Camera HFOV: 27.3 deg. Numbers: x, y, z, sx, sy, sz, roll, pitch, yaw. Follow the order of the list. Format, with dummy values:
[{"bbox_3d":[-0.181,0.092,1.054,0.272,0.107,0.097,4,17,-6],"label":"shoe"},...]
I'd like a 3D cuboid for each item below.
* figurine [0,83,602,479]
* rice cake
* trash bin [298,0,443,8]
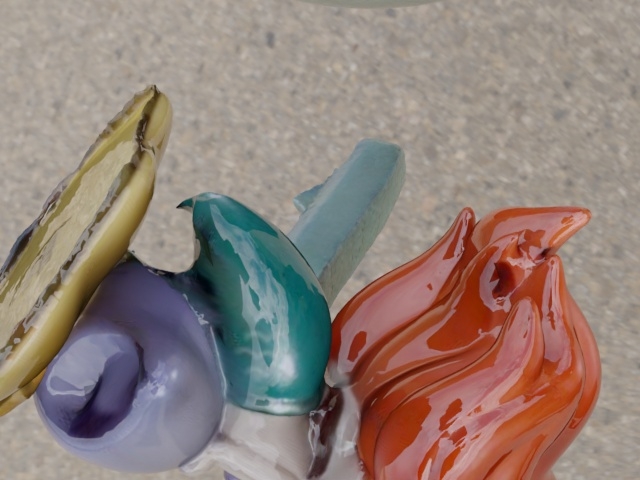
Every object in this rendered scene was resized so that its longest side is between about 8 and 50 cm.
[{"bbox_3d":[0.004,0.067,0.504,0.181,0.257,0.208,-23,35,60],"label":"figurine"},{"bbox_3d":[0.000,0.000,0.634,0.042,0.180,0.030,10,122,18],"label":"rice cake"},{"bbox_3d":[0.025,-0.323,0.626,0.280,0.432,0.280,0,44,0],"label":"trash bin"}]
